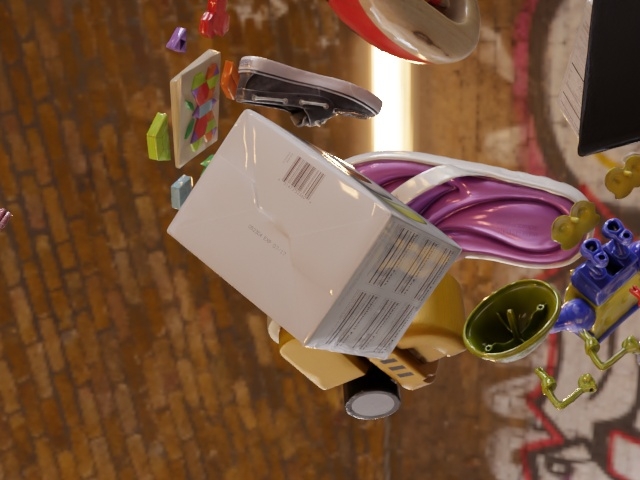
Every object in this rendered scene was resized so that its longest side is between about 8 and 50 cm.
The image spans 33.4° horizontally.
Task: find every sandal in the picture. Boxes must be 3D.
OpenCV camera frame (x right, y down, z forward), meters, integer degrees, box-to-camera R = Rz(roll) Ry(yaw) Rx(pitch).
[{"bbox_3d":[0.152,-0.032,1.432,0.102,0.416,0.169,-52,-42,-64],"label":"sandal"}]

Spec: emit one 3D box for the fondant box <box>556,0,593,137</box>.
[{"bbox_3d":[0.534,-0.315,1.751,0.330,0.238,0.096,79,166,-70],"label":"fondant box"}]

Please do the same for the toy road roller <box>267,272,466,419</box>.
[{"bbox_3d":[0.087,0.117,1.711,0.329,0.240,0.202,41,-147,-39],"label":"toy road roller"}]

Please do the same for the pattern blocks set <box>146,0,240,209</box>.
[{"bbox_3d":[-0.208,-0.226,1.811,0.325,0.026,0.285,88,-154,-44],"label":"pattern blocks set"}]

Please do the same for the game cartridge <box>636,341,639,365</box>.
[{"bbox_3d":[0.551,0.174,1.777,0.017,0.056,0.083,45,-157,-1],"label":"game cartridge"}]

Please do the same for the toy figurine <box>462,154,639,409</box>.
[{"bbox_3d":[0.358,0.091,1.337,0.362,0.191,0.217,-41,-31,-13],"label":"toy figurine"}]

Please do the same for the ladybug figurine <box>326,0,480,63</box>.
[{"bbox_3d":[0.126,-0.465,1.921,0.449,0.162,0.305,25,-126,-48],"label":"ladybug figurine"}]

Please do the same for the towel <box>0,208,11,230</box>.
[{"bbox_3d":[-0.499,0.109,1.236,0.037,0.237,0.329,41,-129,-23],"label":"towel"}]

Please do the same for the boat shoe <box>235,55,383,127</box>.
[{"bbox_3d":[-0.021,-0.262,2.031,0.301,0.108,0.102,13,-95,-29],"label":"boat shoe"}]

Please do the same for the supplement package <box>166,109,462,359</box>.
[{"bbox_3d":[0.000,0.000,1.066,0.149,0.194,0.203,-56,-26,7],"label":"supplement package"}]

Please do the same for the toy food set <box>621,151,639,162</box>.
[{"bbox_3d":[0.545,-0.134,1.476,0.128,0.218,0.071,37,-153,-19],"label":"toy food set"}]

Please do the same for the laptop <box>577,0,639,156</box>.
[{"bbox_3d":[0.495,-0.283,1.088,0.408,0.382,0.236,-21,-85,-36],"label":"laptop"}]
